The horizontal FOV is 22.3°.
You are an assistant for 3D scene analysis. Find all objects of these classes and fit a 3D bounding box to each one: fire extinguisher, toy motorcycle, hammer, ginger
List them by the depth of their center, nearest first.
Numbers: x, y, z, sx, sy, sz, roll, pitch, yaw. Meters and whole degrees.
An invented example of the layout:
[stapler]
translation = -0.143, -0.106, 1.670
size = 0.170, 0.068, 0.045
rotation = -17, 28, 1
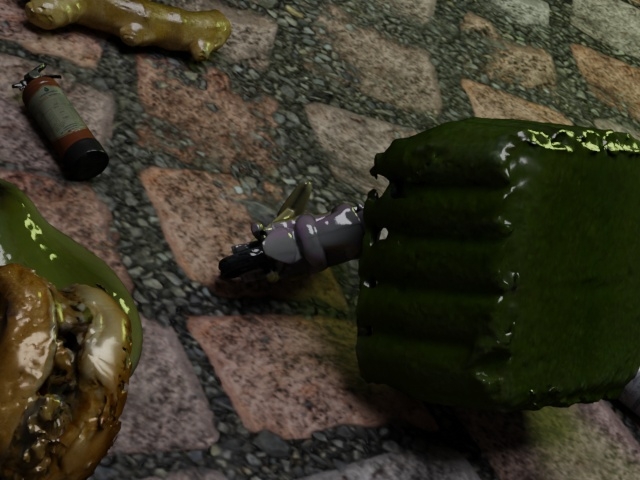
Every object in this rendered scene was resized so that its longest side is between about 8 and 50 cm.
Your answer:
[toy motorcycle]
translation = 0.000, 0.000, 1.835
size = 0.225, 0.152, 0.073
rotation = -11, 81, -46
[fire extinguisher]
translation = -0.305, -0.145, 1.893
size = 0.062, 0.050, 0.177
rotation = -19, 55, -27
[hammer]
translation = -0.063, -0.010, 1.903
size = 0.028, 0.060, 0.195
rotation = 35, 37, 6
[ginger]
translation = -0.250, -0.299, 2.129
size = 0.299, 0.065, 0.118
rotation = 9, 52, -27

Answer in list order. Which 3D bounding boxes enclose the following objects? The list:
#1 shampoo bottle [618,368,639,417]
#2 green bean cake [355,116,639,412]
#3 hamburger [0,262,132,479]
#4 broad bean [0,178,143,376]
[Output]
[shampoo bottle]
translation = 0.431, 0.209, 1.980
size = 0.214, 0.072, 0.072
rotation = 41, 34, 16
[green bean cake]
translation = 0.212, 0.030, 1.810
size = 0.218, 0.335, 0.319
rotation = 9, 3, 40
[hamburger]
translation = -0.290, 0.128, 1.370
size = 0.211, 0.245, 0.260
rotation = 18, -4, -24
[broad bean]
translation = -0.288, 0.048, 1.584
size = 0.263, 0.121, 0.189
rotation = 37, 37, 6
